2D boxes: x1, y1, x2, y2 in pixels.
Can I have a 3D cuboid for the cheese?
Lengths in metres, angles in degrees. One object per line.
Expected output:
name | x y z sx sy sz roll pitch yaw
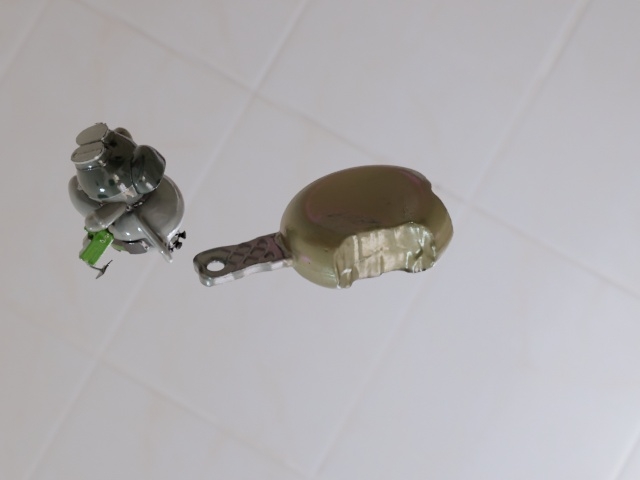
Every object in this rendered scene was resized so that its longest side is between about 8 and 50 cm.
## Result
cheese | 0.000 0.000 1.901 0.163 0.286 0.082 -126 24 -48

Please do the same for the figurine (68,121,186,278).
figurine | -0.213 -0.047 1.923 0.192 0.126 0.147 52 -156 -42
